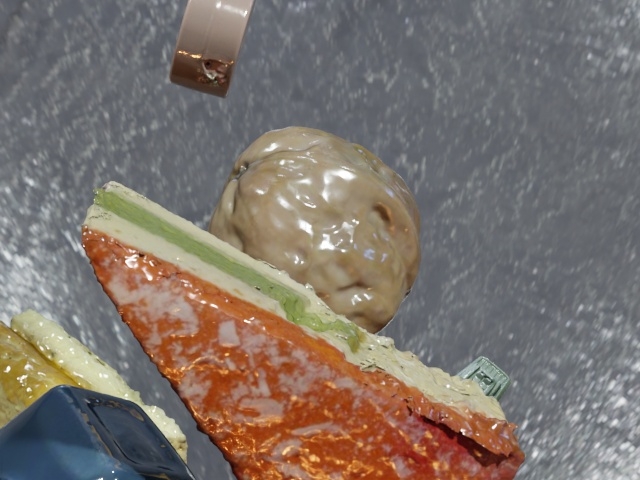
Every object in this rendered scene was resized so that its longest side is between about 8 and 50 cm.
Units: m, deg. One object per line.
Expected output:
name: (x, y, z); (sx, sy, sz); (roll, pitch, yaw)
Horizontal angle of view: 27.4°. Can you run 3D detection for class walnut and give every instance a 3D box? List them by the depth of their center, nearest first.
walnut: (0.000, -0.001, 1.549); (0.227, 0.273, 0.273); (-46, 73, 15)

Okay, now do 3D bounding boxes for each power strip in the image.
power strip: (-0.129, -0.249, 1.583); (0.078, 0.154, 0.154); (17, 70, -5)

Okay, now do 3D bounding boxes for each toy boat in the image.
toy boat: (0.158, 0.246, 1.742); (0.078, 0.085, 0.260); (40, 57, 16)

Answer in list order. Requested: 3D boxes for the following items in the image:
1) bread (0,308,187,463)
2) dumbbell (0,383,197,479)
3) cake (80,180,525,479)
bread: (-0.333, 0.275, 1.733); (0.165, 0.237, 0.375); (-14, 33, -43)
dumbbell: (-0.210, 0.118, 0.571); (0.160, 0.324, 0.144); (-36, 49, 32)
cake: (-0.029, 0.076, 0.600); (0.220, 0.086, 0.117); (27, 106, -12)
